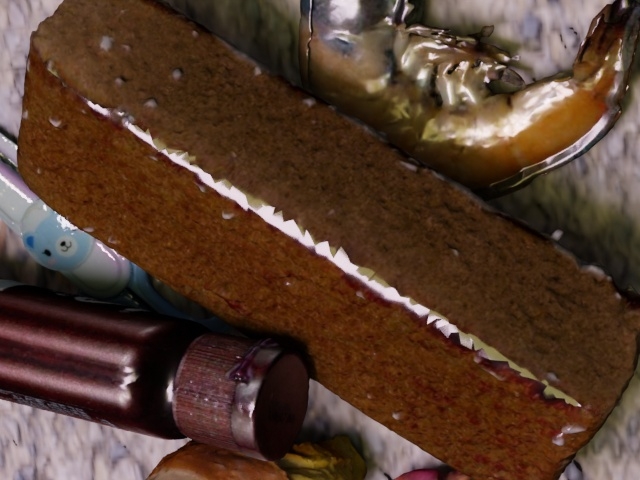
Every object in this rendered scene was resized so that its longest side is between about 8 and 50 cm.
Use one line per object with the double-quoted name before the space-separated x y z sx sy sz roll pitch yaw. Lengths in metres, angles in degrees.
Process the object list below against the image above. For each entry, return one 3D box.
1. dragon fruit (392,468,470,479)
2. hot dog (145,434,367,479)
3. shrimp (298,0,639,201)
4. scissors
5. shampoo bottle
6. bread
"dragon fruit" 0.095 0.361 1.265 0.371 0.249 0.386 -12 105 14
"hot dog" -0.080 0.181 1.262 0.123 0.261 0.093 -21 99 48
"shrimp" 0.087 -0.159 1.202 0.222 0.054 0.290 -3 109 17
"scissors" -0.173 -0.006 1.333 0.256 0.030 0.125 42 111 -2
"shampoo bottle" -0.164 0.074 1.269 0.323 0.129 0.084 10 85 28
"bread" 0.000 0.000 1.221 0.416 0.113 0.165 32 146 4
